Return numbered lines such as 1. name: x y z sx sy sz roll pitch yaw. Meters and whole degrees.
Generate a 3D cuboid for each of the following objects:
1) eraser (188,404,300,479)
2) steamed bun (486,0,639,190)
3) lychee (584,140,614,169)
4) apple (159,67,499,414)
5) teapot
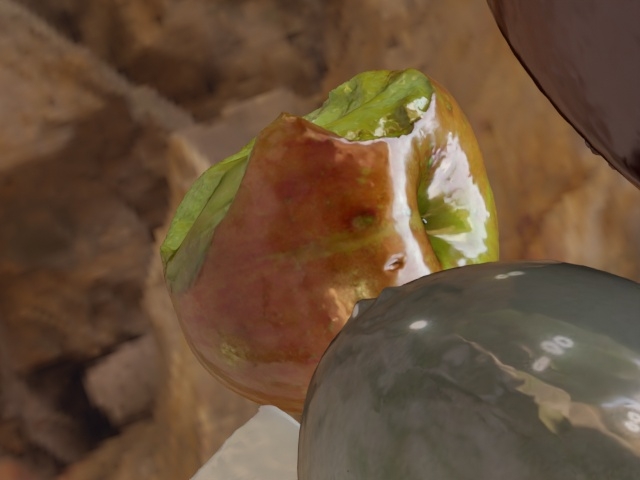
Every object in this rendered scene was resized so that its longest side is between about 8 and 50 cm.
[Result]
1. eraser: 0.050 0.190 0.756 0.279 0.124 0.081 32 -25 25
2. steamed bun: 0.203 -0.109 0.588 0.379 0.248 0.235 24 -37 22
3. lychee: 0.157 -0.090 0.875 0.123 0.129 0.123 42 -19 18
4. apple: 0.000 0.000 1.395 0.246 0.226 0.246 25 60 -54
5. teapot: 0.043 0.138 0.494 0.183 0.251 0.183 28 -7 4
